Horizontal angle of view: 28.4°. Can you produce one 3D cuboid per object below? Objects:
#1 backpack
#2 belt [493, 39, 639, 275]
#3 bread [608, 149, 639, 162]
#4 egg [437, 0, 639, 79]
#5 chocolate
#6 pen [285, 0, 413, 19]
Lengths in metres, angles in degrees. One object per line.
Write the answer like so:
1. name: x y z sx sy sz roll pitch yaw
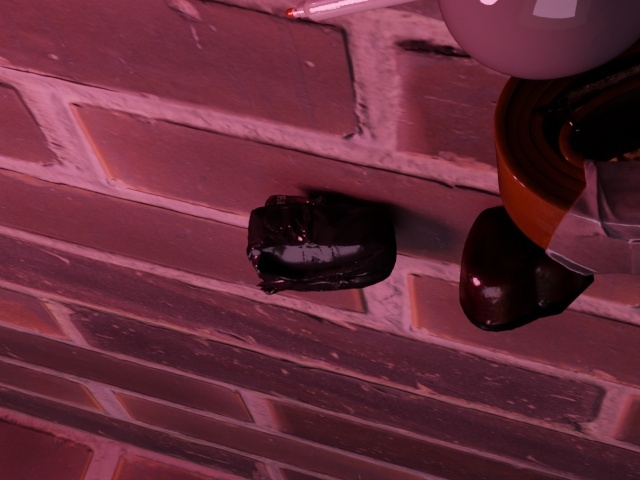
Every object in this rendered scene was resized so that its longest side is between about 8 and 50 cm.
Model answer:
1. backpack: 0.002 0.001 1.418 0.165 0.106 0.120 -5 158 1
2. belt: 0.257 -0.076 0.906 0.261 0.184 0.105 -19 153 3
3. bread: 0.316 -0.047 1.004 0.229 0.143 0.139 13 156 19
4. egg: 0.150 -0.180 0.827 0.146 0.146 0.198 26 165 -17
5. chocolate: 0.208 0.013 1.301 0.148 0.125 0.080 -17 147 -7
6. pen: 0.051 -0.199 1.017 0.218 0.026 0.026 -3 149 42
